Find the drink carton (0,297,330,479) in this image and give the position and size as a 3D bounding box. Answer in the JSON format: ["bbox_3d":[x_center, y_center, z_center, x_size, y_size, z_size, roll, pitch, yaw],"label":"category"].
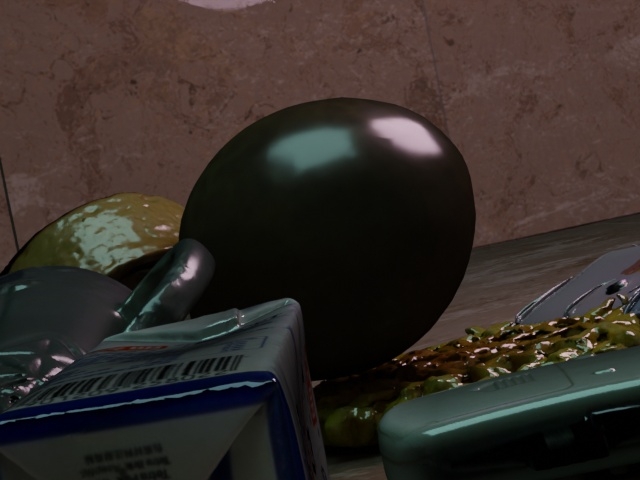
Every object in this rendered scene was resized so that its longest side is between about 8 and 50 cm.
[{"bbox_3d":[-0.050,0.103,0.753,0.106,0.131,0.315,-10,3,1],"label":"drink carton"}]

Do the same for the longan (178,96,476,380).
[{"bbox_3d":[0.000,0.000,1.254,0.212,0.198,0.198,-19,-1,26],"label":"longan"}]

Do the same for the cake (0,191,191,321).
[{"bbox_3d":[-0.127,0.085,1.382,0.185,0.178,0.208,-27,-31,-20],"label":"cake"}]

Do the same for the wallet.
[{"bbox_3d":[0.260,0.044,1.419,0.170,0.069,0.231,-33,10,-31],"label":"wallet"}]

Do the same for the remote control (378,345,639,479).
[{"bbox_3d":[0.177,0.085,0.997,0.296,0.056,0.140,-12,1,1],"label":"remote control"}]

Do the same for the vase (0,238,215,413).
[{"bbox_3d":[-0.149,0.102,1.020,0.251,0.156,0.301,-47,7,5],"label":"vase"}]

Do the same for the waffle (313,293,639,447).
[{"bbox_3d":[0.098,0.092,1.262,0.254,0.052,0.245,-12,4,12],"label":"waffle"}]
